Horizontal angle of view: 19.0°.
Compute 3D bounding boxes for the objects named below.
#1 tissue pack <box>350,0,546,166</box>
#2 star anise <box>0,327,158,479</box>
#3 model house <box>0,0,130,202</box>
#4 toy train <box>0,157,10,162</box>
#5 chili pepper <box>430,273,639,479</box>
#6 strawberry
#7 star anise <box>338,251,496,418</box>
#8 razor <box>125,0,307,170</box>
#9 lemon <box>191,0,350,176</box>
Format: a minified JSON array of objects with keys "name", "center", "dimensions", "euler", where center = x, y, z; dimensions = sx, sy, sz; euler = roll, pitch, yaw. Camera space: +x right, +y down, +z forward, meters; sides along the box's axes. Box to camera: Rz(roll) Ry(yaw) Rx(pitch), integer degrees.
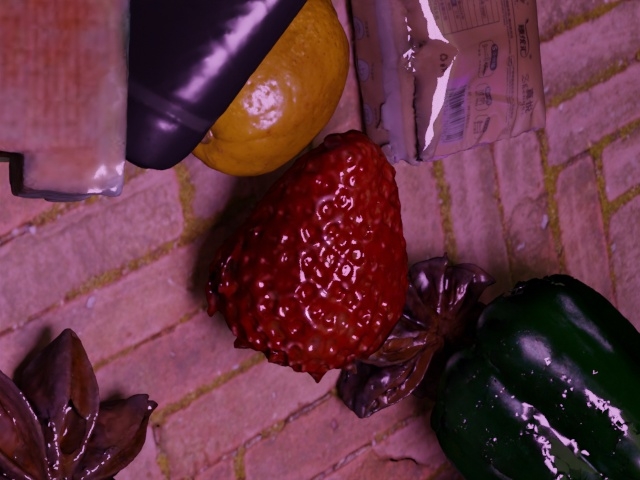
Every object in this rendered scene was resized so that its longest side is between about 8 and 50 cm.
[{"name":"tissue pack","center":[0.140,-0.222,2.029],"dimensions":[0.215,0.123,0.256],"euler":[-19,112,-37]},{"name":"star anise","center":[-0.280,0.239,1.803],"dimensions":[0.315,0.108,0.315],"euler":[-13,111,-36]},{"name":"model house","center":[-0.319,-0.170,1.494],"dimensions":[0.325,0.194,0.267],"euler":[2,88,-16]},{"name":"toy train","center":[-0.356,-0.113,1.634],"dimensions":[0.272,0.159,0.188],"euler":[-42,113,-24]},{"name":"chili pepper","center":[0.264,0.181,2.056],"dimensions":[0.248,0.257,0.233],"euler":[-31,158,-51]},{"name":"strawberry","center":[0.000,0.000,1.895],"dimensions":[0.205,0.205,0.244],"euler":[-13,130,-37]},{"name":"star anise","center":[0.101,0.104,2.089],"dimensions":[0.214,0.099,0.220],"euler":[-43,142,-6]},{"name":"razor","center":[-0.112,-0.243,1.728],"dimensions":[0.349,0.204,0.113],"euler":[-53,163,5]},{"name":"lemon","center":[-0.057,-0.161,1.854],"dimensions":[0.207,0.170,0.170],"euler":[-50,126,-23]}]
